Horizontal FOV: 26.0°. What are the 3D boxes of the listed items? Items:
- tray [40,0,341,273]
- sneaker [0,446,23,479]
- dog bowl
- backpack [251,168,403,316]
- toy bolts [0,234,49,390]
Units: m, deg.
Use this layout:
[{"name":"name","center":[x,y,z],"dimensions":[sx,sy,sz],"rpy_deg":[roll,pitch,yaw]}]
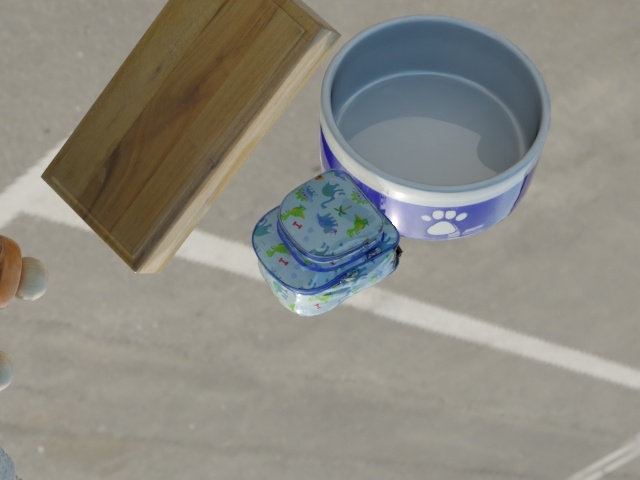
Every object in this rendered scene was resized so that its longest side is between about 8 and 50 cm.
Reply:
[{"name":"tray","center":[-0.179,-0.176,1.847],"dimensions":[0.411,0.203,0.076],"rpy_deg":[-52,161,15]},{"name":"sneaker","center":[-0.182,0.195,0.651],"dimensions":[0.126,0.091,0.240],"rpy_deg":[-12,123,-4]},{"name":"dog bowl","center":[0.129,-0.133,1.619],"dimensions":[0.265,0.265,0.104],"rpy_deg":[-20,149,-16]},{"name":"backpack","center":[0.000,0.000,1.206],"dimensions":[0.114,0.105,0.084],"rpy_deg":[-33,153,-11]},{"name":"toy bolts","center":[-0.447,0.125,1.815],"dimensions":[0.158,0.218,0.228],"rpy_deg":[15,121,-29]}]
